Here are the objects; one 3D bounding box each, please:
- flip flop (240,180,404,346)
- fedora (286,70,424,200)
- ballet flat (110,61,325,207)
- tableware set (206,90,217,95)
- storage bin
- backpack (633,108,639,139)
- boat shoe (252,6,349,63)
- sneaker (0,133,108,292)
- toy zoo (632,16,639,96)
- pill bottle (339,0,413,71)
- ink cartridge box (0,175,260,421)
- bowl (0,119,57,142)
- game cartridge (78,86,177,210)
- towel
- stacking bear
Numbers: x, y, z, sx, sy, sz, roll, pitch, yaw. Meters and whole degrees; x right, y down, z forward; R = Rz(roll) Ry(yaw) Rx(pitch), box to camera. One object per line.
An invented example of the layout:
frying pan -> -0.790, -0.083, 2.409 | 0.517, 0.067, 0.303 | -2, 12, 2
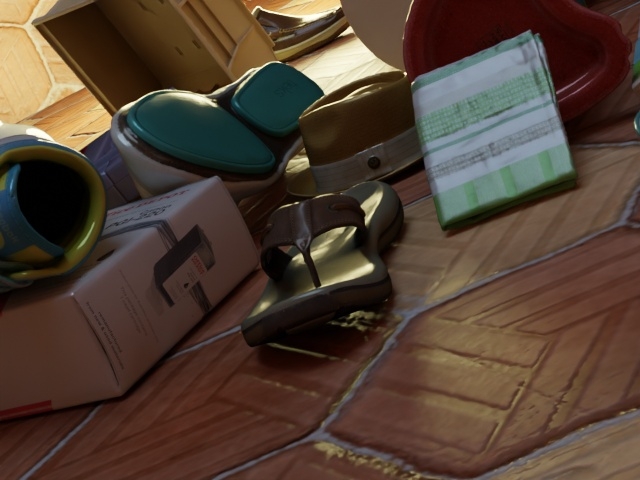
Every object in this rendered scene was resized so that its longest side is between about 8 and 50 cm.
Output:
flip flop -> 0.000, 0.000, 1.020 | 0.112, 0.080, 0.277 | -20, 16, 19
fedora -> 0.045, -0.108, 1.319 | 0.194, 0.079, 0.194 | -24, 15, 7
ballet flat -> -0.102, -0.079, 1.364 | 0.139, 0.139, 0.400 | -19, 8, 23
tableware set -> -0.163, -0.149, 1.868 | 0.128, 0.039, 0.194 | -40, 14, -12
storage bin -> -0.237, -0.293, 2.070 | 0.262, 0.260, 0.123 | -13, 37, 40
backpack -> 0.247, -0.045, 0.716 | 0.152, 0.115, 0.182 | -30, 13, -8
boat shoe -> -0.082, -0.331, 2.244 | 0.257, 0.095, 0.095 | -22, 15, 13
sneaker -> -0.302, 0.010, 1.039 | 0.319, 0.127, 0.208 | -34, 14, -20
toy zoo -> 0.349, -0.221, 1.182 | 0.192, 0.030, 0.293 | -42, 7, 26
pill bottle -> 0.204, -0.347, 1.621 | 0.363, 0.210, 0.210 | -35, 18, -32
ink cartridge box -> -0.172, 0.044, 1.127 | 0.159, 0.092, 0.218 | -15, 17, 34
bowl -> -0.517, -0.099, 2.086 | 0.298, 0.134, 0.298 | -24, 16, 7
game cartridge -> -0.270, -0.084, 1.715 | 0.230, 0.068, 0.355 | -31, 14, 5
towel -> 0.131, -0.083, 1.067 | 0.113, 0.023, 0.152 | -21, 51, 18
stacking bear -> 0.172, -0.186, 1.250 | 0.164, 0.175, 0.289 | -40, 1, 17
